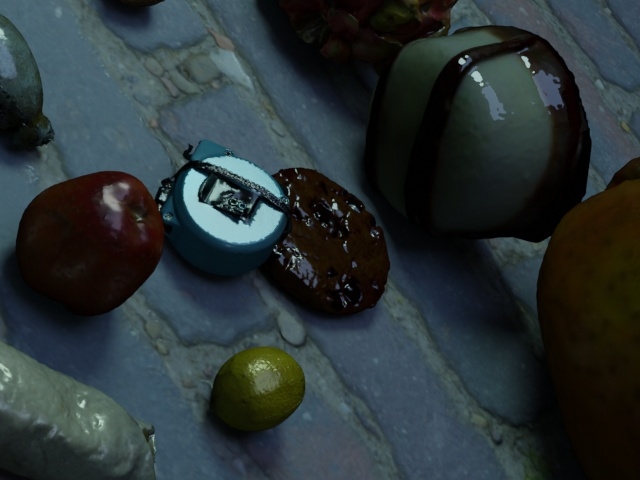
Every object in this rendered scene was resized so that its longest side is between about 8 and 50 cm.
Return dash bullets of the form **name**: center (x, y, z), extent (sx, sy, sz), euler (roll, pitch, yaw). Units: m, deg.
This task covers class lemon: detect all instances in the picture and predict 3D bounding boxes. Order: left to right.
- **lemon**: center (-0.058, 0.145, 1.499), extent (0.110, 0.082, 0.082), euler (-21, 74, -44)

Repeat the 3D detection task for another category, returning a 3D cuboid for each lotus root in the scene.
- **lotus root**: center (-0.322, -0.162, 1.507), extent (0.165, 0.088, 0.088), euler (58, 37, -4)

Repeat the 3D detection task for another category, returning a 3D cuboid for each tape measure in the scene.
- **tape measure**: center (-0.103, -0.028, 1.598), extent (0.146, 0.081, 0.125), euler (26, 50, -3)

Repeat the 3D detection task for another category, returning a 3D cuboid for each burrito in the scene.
- **burrito**: center (-0.296, 0.126, 1.286), extent (0.392, 0.076, 0.117), euler (30, 34, -26)

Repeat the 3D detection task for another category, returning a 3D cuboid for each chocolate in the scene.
- **chocolate**: center (0.164, -0.119, 1.822), extent (0.186, 0.283, 0.284), euler (-17, 70, -34)

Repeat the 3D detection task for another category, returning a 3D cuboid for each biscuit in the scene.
- **biscuit**: center (0.000, 0.000, 1.708), extent (0.192, 0.049, 0.192), euler (21, 50, -27)

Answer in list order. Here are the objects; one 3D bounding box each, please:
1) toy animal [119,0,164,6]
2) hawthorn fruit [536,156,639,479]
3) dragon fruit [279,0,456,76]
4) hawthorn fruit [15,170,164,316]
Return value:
- **toy animal**: center (-0.262, -0.335, 1.726), extent (0.184, 0.104, 0.185), euler (-31, 99, -24)
- **hawthorn fruit**: center (0.474, 0.097, 1.766), extent (0.471, 0.472, 0.472), euler (26, 43, -27)
- **dragon fruit**: center (0.074, -0.340, 1.926), extent (0.296, 0.314, 0.263), euler (3, 88, -23)
- **hawthorn fruit**: center (-0.212, 0.000, 1.424), extent (0.133, 0.138, 0.133), euler (30, 38, -27)
